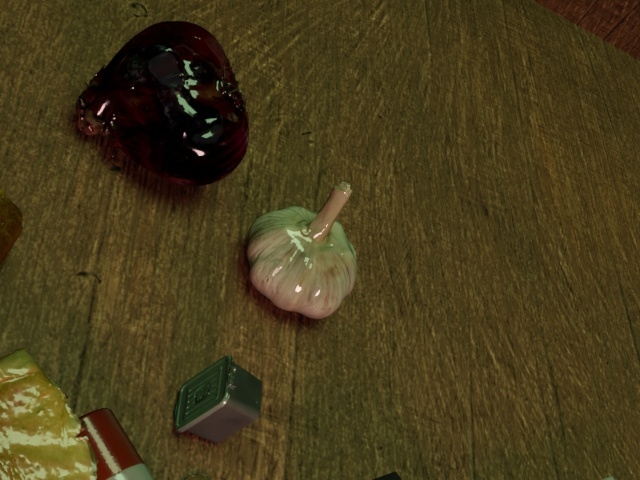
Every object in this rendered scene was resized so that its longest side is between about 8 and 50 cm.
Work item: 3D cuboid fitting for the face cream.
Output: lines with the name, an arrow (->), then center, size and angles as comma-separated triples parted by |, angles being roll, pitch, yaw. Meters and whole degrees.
face cream -> -0.244, 0.319, 1.314 | 0.096, 0.096, 0.214 | -17, 66, -47

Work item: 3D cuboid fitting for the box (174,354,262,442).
box -> -0.138, 0.222, 1.479 | 0.069, 0.122, 0.084 | 33, 40, -30

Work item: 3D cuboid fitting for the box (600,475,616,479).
box -> 0.404, 0.509, 1.698 | 0.343, 0.065, 0.200 | -7, 59, -43

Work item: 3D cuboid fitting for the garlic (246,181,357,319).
garlic -> 0.000, 0.000, 1.712 | 0.199, 0.226, 0.199 | 23, 37, -19

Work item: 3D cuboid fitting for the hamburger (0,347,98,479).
hamburger -> -0.354, 0.266, 1.226 | 0.245, 0.155, 0.282 | 25, 46, -14

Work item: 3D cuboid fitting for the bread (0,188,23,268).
bread -> -0.501, 0.024, 1.363 | 0.185, 0.114, 0.275 | 31, 38, -14

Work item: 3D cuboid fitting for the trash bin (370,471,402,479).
trash bin -> 0.095, 0.447, 1.465 | 0.165, 0.115, 0.225 | -8, 58, -44

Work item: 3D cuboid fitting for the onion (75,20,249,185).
onion -> -0.229, -0.210, 1.731 | 0.281, 0.221, 0.281 | 4, 72, -12

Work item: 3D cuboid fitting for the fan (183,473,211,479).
fan -> -0.120, 0.414, 1.397 | 0.226, 0.008, 0.152 | 41, 38, 1
